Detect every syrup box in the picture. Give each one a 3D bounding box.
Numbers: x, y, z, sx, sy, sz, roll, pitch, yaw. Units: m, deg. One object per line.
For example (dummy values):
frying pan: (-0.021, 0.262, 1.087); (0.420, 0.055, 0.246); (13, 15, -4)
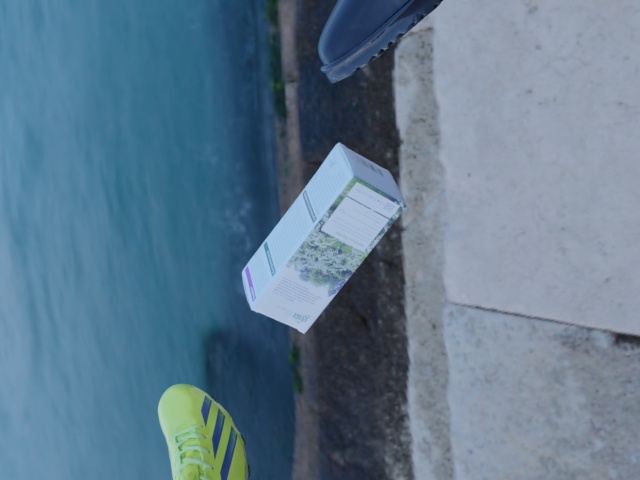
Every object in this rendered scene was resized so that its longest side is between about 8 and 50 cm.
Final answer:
syrup box: (0.000, 0.000, 1.241); (0.237, 0.093, 0.096); (-52, 30, 21)

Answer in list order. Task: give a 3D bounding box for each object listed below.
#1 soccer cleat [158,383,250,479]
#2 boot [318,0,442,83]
soccer cleat: (-0.141, 0.293, 1.123); (0.093, 0.121, 0.289); (-36, 59, 17)
boot: (0.039, -0.279, 0.754); (0.246, 0.094, 0.207); (-40, 99, 17)
